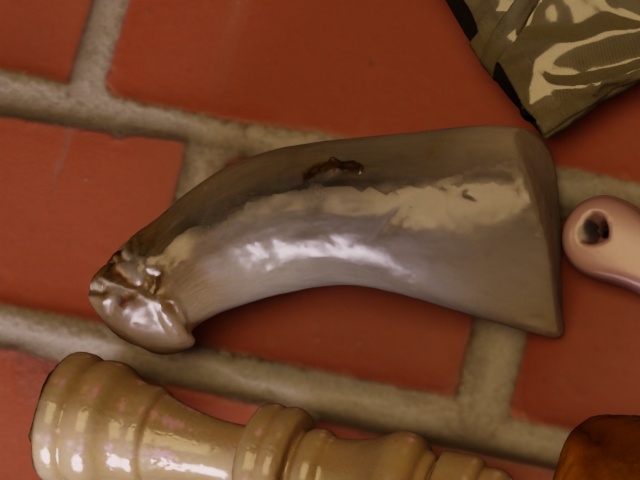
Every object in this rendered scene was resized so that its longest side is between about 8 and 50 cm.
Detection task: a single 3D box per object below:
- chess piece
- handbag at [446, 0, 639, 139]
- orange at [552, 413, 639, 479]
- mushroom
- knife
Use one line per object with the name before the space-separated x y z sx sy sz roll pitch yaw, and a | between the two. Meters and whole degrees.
chess piece | -0.035 0.183 1.434 0.397 0.117 0.117 11 77 18
handbag | 0.213 -0.265 1.499 0.253 0.109 0.316 -32 70 6
orange | 0.275 0.228 1.271 0.249 0.249 0.183 9 92 19
mushroom | -0.001 0.000 1.475 0.397 0.126 0.177 -4 81 12
knife | 0.328 0.079 1.396 0.336 0.043 0.081 38 93 21
